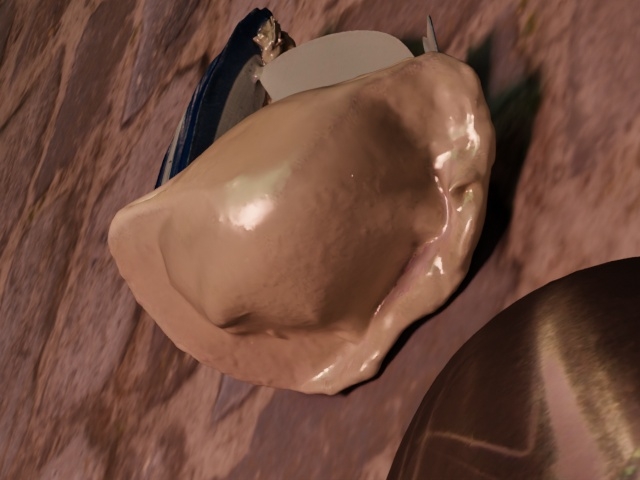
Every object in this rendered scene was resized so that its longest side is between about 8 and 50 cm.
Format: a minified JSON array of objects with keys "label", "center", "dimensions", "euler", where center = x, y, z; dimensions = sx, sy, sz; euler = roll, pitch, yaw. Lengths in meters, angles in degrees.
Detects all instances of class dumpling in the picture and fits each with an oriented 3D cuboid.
[{"label":"dumpling","center":[0.000,0.000,0.853],"dimensions":[0.229,0.151,0.124],"euler":[-30,-2,26]}]

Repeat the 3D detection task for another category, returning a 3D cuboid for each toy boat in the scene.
[{"label":"toy boat","center":[-0.021,-0.039,0.994],"dimensions":[0.291,0.070,0.210],"euler":[19,90,59]}]

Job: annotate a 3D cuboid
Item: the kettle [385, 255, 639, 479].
[{"label":"kettle","center":[0.145,0.105,0.375],"dimensions":[0.321,0.228,0.324],"euler":[-29,30,9]}]
